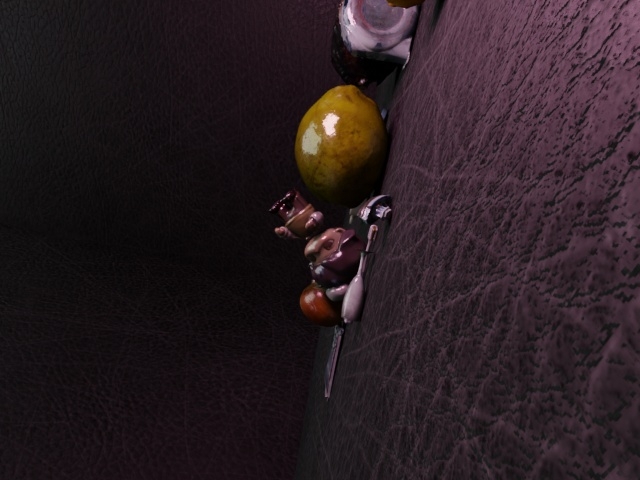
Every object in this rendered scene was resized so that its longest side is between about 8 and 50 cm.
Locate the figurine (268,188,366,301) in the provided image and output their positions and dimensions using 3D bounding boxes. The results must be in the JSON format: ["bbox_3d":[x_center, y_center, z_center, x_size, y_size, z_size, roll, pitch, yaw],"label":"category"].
[{"bbox_3d":[-0.001,0.002,1.341,0.218,0.365,0.206,-43,23,8],"label":"figurine"}]

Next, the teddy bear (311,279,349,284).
[{"bbox_3d":[0.064,0.162,1.702,0.140,0.177,0.190,54,161,19],"label":"teddy bear"}]

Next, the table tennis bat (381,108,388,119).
[{"bbox_3d":[0.211,-0.405,1.735,0.215,0.044,0.328,113,-179,-85],"label":"table tennis bat"}]

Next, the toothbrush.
[{"bbox_3d":[0.123,0.111,1.242,0.030,0.025,0.342,-82,5,-65],"label":"toothbrush"}]

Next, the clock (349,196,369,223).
[{"bbox_3d":[0.172,-0.175,1.741,0.155,0.063,0.229,-65,-8,-77],"label":"clock"}]

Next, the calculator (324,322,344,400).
[{"bbox_3d":[0.049,0.441,1.536,0.165,0.028,0.273,-94,15,-80],"label":"calculator"}]

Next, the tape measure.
[{"bbox_3d":[0.194,-0.736,1.381,0.147,0.257,0.274,169,109,-86],"label":"tape measure"}]

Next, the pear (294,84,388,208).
[{"bbox_3d":[0.072,-0.313,1.409,0.352,0.352,0.413,-76,-11,-76],"label":"pear"}]

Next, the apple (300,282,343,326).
[{"bbox_3d":[0.011,0.234,1.527,0.160,0.173,0.195,-60,5,-2],"label":"apple"}]

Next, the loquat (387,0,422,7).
[{"bbox_3d":[0.206,-0.648,0.915,0.176,0.187,0.234,-61,-2,-42],"label":"loquat"}]

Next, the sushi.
[{"bbox_3d":[0.190,-0.790,1.617,0.299,0.281,0.294,-56,-2,-15],"label":"sushi"}]

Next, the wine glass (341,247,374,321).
[{"bbox_3d":[0.099,0.122,1.128,0.066,0.066,0.197,90,-167,-88],"label":"wine glass"}]

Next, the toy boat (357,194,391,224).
[{"bbox_3d":[0.143,-0.073,0.999,0.140,0.066,0.059,-32,-49,-48],"label":"toy boat"}]
